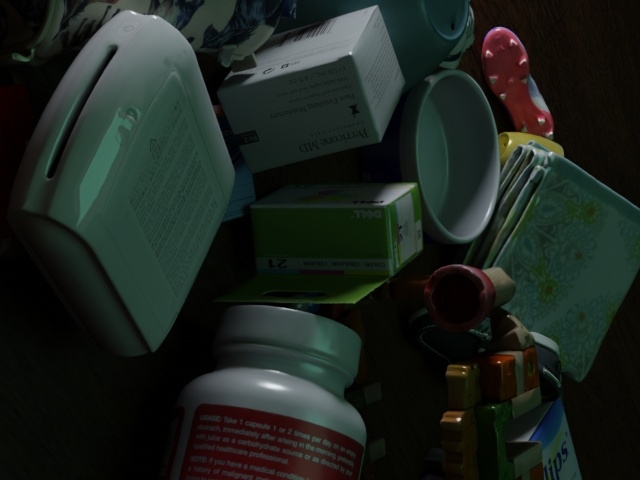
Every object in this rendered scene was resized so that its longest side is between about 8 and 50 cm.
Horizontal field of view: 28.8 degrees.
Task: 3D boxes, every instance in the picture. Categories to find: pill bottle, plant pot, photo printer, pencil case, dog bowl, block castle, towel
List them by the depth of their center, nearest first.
[{"bbox_3d":[-0.192,-0.056,1.240,0.307,0.107,0.256,75,33,-61],"label":"photo printer"},{"bbox_3d":[-0.199,-0.270,1.335,0.410,0.160,0.183,-15,88,-55],"label":"pencil case"},{"bbox_3d":[-0.074,0.292,1.420,0.229,0.229,0.408,35,60,-49],"label":"pill bottle"},{"bbox_3d":[0.112,0.256,1.631,0.213,0.303,0.453,-8,95,-61],"label":"block castle"},{"bbox_3d":[0.089,-0.326,1.720,0.290,0.195,0.290,4,85,-55],"label":"plant pot"},{"bbox_3d":[0.171,-0.125,1.904,0.265,0.104,0.265,4,85,-54],"label":"dog bowl"},{"bbox_3d":[0.387,0.039,2.088,0.374,0.090,0.320,27,91,-37],"label":"towel"},{"bbox_3d":[0.337,-0.133,2.139,0.095,0.134,0.134,31,60,-22],"label":"plant pot"}]

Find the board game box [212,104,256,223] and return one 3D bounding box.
[{"bbox_3d":[-0.177,-0.077,1.471,0.281,0.027,0.145,-19,105,-54],"label":"board game box"}]

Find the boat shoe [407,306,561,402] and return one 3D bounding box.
[{"bbox_3d":[0.268,0.179,1.954,0.302,0.114,0.091,17,52,-28],"label":"boat shoe"}]

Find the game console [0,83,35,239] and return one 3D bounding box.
[{"bbox_3d":[-0.339,-0.070,1.186,0.124,0.085,0.144,-17,103,-54],"label":"game console"}]

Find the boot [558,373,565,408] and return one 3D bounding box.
[{"bbox_3d":[0.400,0.210,2.239,0.189,0.076,0.208,11,85,-67],"label":"boot"}]

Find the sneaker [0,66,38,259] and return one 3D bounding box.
[{"bbox_3d":[-0.303,-0.074,1.261,0.086,0.064,0.192,5,90,-56],"label":"sneaker"}]

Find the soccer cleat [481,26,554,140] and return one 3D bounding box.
[{"bbox_3d":[0.345,-0.274,2.202,0.248,0.083,0.095,58,15,-28],"label":"soccer cleat"}]

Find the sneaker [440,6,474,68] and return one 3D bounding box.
[{"bbox_3d":[0.202,-0.348,1.918,0.235,0.090,0.095,-77,178,-59],"label":"sneaker"}]

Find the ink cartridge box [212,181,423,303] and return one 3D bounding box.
[{"bbox_3d":[0.000,0.000,1.529,0.255,0.188,0.097,-33,121,-65],"label":"ink cartridge box"}]

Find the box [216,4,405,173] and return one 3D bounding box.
[{"bbox_3d":[-0.007,-0.190,1.554,0.182,0.181,0.119,-67,139,-58],"label":"box"}]

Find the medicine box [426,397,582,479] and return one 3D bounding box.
[{"bbox_3d":[0.311,0.439,2.033,0.263,0.149,0.289,-44,124,-47],"label":"medicine box"}]
